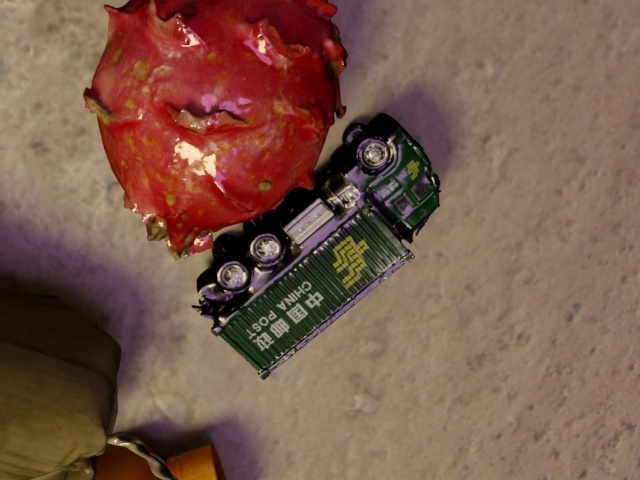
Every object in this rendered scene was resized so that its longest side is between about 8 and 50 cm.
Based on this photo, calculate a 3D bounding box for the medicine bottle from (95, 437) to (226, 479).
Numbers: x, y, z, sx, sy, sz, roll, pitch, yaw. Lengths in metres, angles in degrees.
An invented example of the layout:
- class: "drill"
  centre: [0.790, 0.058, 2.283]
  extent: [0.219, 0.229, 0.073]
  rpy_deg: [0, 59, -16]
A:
- class: "medicine bottle"
  centre: [-0.204, 0.291, 0.810]
  extent: [0.222, 0.112, 0.150]
  rpy_deg: [-16, 113, -6]

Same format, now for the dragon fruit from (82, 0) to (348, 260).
- class: "dragon fruit"
  centre: [-0.090, -0.103, 0.646]
  extent: [0.205, 0.210, 0.268]
  rpy_deg: [23, 110, -3]

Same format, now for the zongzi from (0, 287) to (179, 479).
- class: "zongzi"
  centre: [-0.418, 0.207, 0.730]
  extent: [0.499, 0.218, 0.467]
  rpy_deg: [21, 129, -31]

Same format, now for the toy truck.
- class: "toy truck"
  centre: [0.000, 0.000, 0.763]
  extent: [0.259, 0.088, 0.121]
  rpy_deg: [-40, 113, 5]
